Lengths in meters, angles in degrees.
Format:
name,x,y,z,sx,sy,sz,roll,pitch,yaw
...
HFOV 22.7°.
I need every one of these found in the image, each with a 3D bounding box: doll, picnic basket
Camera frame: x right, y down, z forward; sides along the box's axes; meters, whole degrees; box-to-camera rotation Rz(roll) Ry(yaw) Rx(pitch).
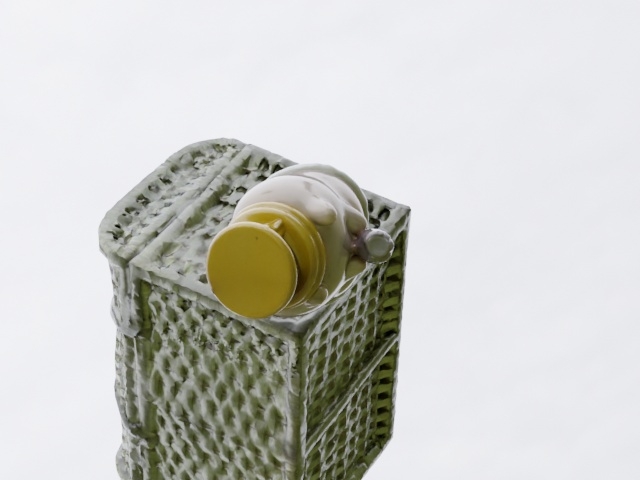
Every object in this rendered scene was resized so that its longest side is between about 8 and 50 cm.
name,x,y,z,sx,sy,sz,roll,pitch,yaw
doll,0.000,0.000,0.784,0.127,0.084,0.073,-32,-61,-63
picnic basket,-0.046,0.061,0.934,0.134,0.154,0.196,-49,-28,-42
